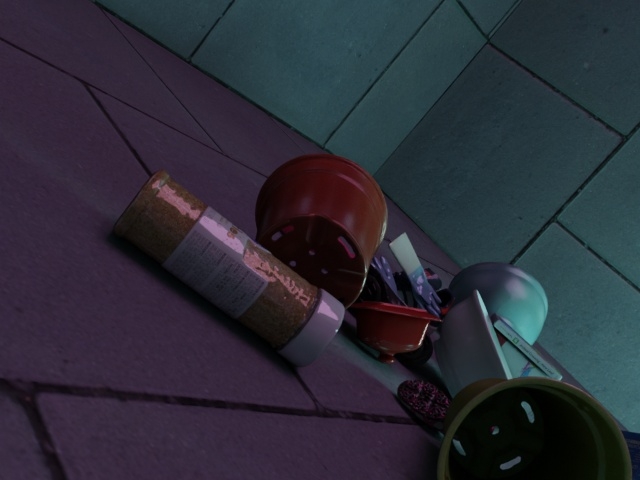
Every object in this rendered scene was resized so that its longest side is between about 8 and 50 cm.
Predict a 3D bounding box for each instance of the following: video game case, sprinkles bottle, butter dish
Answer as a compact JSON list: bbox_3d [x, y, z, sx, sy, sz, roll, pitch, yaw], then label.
[{"bbox_3d":[0.500,0.258,1.763,0.193,0.023,0.212,43,7,9],"label":"video game case"},{"bbox_3d":[-0.133,0.045,1.078,0.355,0.121,0.121,37,12,-11],"label":"sprinkles bottle"},{"bbox_3d":[0.138,0.187,1.433,0.160,0.118,0.160,11,-6,-16],"label":"butter dish"}]

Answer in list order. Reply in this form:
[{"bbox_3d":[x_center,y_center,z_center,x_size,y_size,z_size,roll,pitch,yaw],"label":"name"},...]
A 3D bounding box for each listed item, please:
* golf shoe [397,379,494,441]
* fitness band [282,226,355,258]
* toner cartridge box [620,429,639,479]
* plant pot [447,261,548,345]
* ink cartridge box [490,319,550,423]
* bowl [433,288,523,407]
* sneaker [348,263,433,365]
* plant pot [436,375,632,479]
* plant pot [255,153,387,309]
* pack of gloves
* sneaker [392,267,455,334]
[{"bbox_3d":[0.220,0.326,1.321,0.186,0.086,0.067,28,51,11],"label":"golf shoe"},{"bbox_3d":[0.000,0.000,1.833,0.209,0.054,0.291,44,11,17],"label":"fitness band"},{"bbox_3d":[0.456,0.396,1.187,0.075,0.165,0.348,37,-15,-5],"label":"toner cartridge box"},{"bbox_3d":[0.492,0.235,2.047,0.293,0.293,0.196,39,38,-8],"label":"plant pot"},{"bbox_3d":[0.487,0.344,1.800,0.306,0.131,0.226,45,7,12],"label":"ink cartridge box"},{"bbox_3d":[0.334,0.266,1.573,0.298,0.134,0.298,-21,90,-78],"label":"bowl"},{"bbox_3d":[0.146,0.163,1.611,0.286,0.109,0.130,54,9,16],"label":"sneaker"},{"bbox_3d":[0.305,0.330,1.138,0.276,0.276,0.254,40,1,0],"label":"plant pot"},{"bbox_3d":[-0.009,0.002,1.343,0.272,0.272,0.265,38,20,-10],"label":"plant pot"},{"bbox_3d":[0.199,0.122,1.746,0.195,0.046,0.232,-35,98,-48],"label":"pack of gloves"},{"bbox_3d":[0.216,0.118,1.838,0.350,0.148,0.131,29,16,-42],"label":"sneaker"}]
